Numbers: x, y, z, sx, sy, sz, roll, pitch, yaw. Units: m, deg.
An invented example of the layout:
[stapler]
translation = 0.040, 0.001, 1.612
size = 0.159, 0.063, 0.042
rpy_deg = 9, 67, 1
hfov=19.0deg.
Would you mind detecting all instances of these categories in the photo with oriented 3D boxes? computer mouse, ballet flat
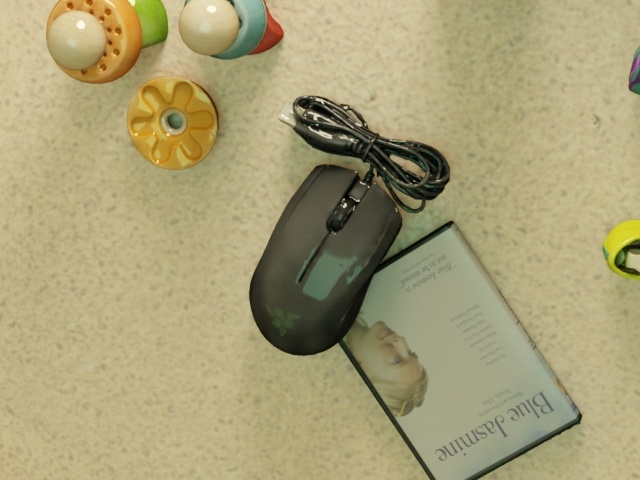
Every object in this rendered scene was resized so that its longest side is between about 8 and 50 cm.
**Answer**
[computer mouse]
translation = 0.000, 0.000, 1.986
size = 0.188, 0.072, 0.272
rpy_deg = 27, 106, 13
[ballet flat]
translation = 0.394, 0.025, 1.899
size = 0.231, 0.077, 0.077
rpy_deg = 7, 105, 13

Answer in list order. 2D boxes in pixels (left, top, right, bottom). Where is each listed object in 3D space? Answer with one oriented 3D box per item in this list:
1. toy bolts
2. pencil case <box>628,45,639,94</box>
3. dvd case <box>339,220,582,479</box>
[toy bolts]
translation = -0.151, -0.180, 1.947
size = 0.228, 0.158, 0.218
rpy_deg = -21, 98, 19
[pencil case]
translation = 0.377, -0.152, 1.864
size = 0.152, 0.064, 0.070
rpy_deg = 21, 125, 8
[dvd case]
translation = 0.135, 0.129, 2.025
size = 0.180, 0.022, 0.253
rpy_deg = -32, 94, 20
